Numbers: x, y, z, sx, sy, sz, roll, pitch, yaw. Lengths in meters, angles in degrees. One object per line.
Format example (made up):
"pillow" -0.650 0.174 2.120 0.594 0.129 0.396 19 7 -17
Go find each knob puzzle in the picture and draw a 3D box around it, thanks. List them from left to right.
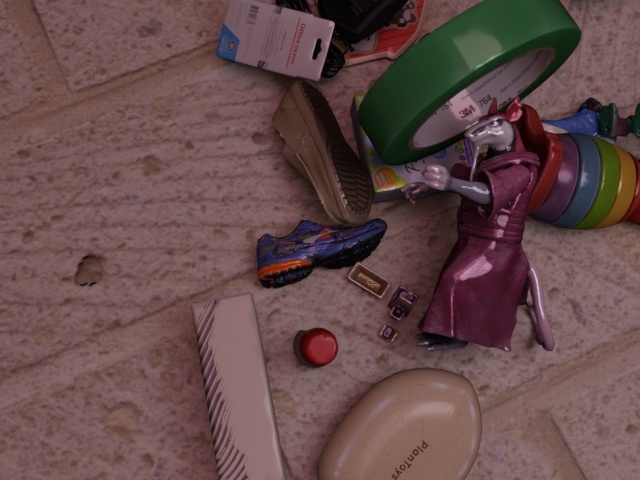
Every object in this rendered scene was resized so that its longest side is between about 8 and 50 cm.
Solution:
"knob puzzle" 0.099 -0.402 1.415 0.213 0.030 0.213 1 74 -4

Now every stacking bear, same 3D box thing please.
"stacking bear" 0.443 -0.093 1.298 0.289 0.164 0.175 9 30 -13

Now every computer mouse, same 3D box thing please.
"computer mouse" 0.070 -0.413 1.359 0.272 0.072 0.188 -36 74 19

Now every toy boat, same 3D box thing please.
"toy boat" 0.079 0.250 1.193 0.267 0.148 0.318 -40 89 -8

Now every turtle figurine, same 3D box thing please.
"turtle figurine" 0.584 -0.202 1.326 0.234 0.175 0.118 -9 84 -22

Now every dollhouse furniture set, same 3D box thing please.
"dollhouse furniture set" 0.089 0.086 1.255 0.114 0.081 0.091 32 75 4

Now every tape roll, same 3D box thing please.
"tape roll" 0.207 -0.225 1.152 0.321 0.321 0.077 -29 79 -11

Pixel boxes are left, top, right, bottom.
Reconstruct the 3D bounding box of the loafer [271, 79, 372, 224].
"loafer" -0.001 -0.129 1.294 0.092 0.102 0.268 -37 59 30

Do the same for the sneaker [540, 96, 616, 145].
"sneaker" 0.428 -0.201 1.371 0.152 0.058 0.084 11 80 -6

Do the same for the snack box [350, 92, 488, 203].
"snack box" 0.167 -0.163 1.335 0.207 0.070 0.174 -10 76 -6

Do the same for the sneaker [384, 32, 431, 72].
"sneaker" 0.149 -0.291 1.376 0.135 0.058 0.052 -42 96 -19

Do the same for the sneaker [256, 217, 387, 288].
"sneaker" 0.000 0.000 1.275 0.221 0.083 0.087 -16 69 -12

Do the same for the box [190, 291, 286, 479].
"box" -0.119 0.223 1.187 0.094 0.113 0.275 -10 75 -6

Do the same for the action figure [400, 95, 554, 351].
"action figure" 0.250 -0.017 1.154 0.276 0.248 0.370 12 105 1

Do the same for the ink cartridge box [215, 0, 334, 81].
"ink cartridge box" -0.068 -0.326 1.335 0.180 0.060 0.104 17 96 9
